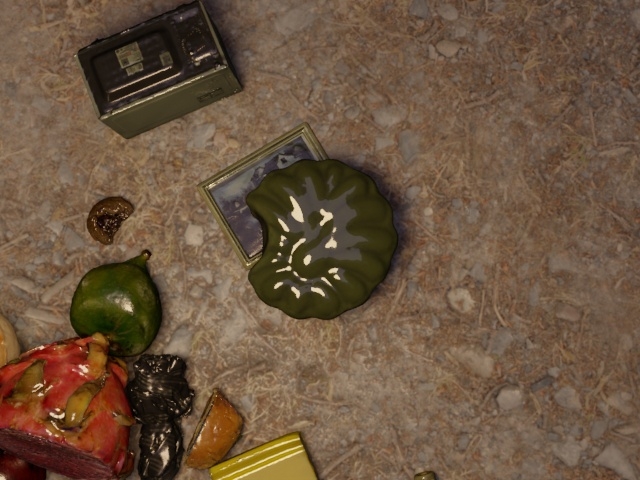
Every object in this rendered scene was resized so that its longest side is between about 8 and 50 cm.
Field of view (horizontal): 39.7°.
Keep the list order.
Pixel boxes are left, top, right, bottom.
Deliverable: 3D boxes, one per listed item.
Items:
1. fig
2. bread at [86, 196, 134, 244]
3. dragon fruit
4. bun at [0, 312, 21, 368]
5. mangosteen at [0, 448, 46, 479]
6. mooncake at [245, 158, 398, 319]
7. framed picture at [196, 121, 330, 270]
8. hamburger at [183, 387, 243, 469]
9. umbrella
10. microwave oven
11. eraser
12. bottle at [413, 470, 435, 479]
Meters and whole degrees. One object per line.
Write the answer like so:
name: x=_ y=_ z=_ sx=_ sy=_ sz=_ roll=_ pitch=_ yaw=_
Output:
fig: x=-0.425 y=0.122 z=1.924 sx=0.203 sy=0.235 sz=0.203 roll=6 pitch=126 yaw=9
bread: x=-0.476 y=-0.051 z=1.974 sx=0.082 sy=0.060 sz=0.113 roll=30 pitch=86 yaw=1
dragon fruit: x=-0.498 y=0.308 z=1.771 sx=0.296 sy=0.314 sz=0.262 roll=2 pitch=56 yaw=25
bun: x=-0.777 y=0.270 z=1.884 sx=0.299 sy=0.165 sz=0.298 roll=0 pitch=72 yaw=-1
mangosteen: x=-0.671 y=0.516 z=1.864 sx=0.200 sy=0.200 sz=0.199 roll=0 pitch=83 yaw=0
mooncake: x=0.000 y=0.000 z=1.897 sx=0.352 sy=0.187 sz=0.351 roll=0 pitch=86 yaw=-3
framed picture: x=-0.099 y=-0.103 z=2.001 sx=0.296 sy=0.019 sz=0.232 roll=-31 pitch=84 yaw=-4
hamburger: x=-0.220 y=0.415 z=1.901 sx=0.102 sy=0.087 sz=0.176 roll=22 pitch=73 yaw=1
umbrella: x=-0.349 y=0.409 z=1.880 sx=0.128 sy=0.154 sz=0.336 roll=0 pitch=80 yaw=40
microwave oven: x=-0.348 y=-0.373 z=1.927 sx=0.295 sy=0.237 sz=0.181 roll=-22 pitch=83 yaw=2
eraser: x=-0.114 y=0.521 z=1.905 sx=0.226 sy=0.069 sz=0.158 roll=-23 pitch=86 yaw=-3
bottle: x=0.238 y=0.552 z=1.913 sx=0.063 sy=0.047 sz=0.101 roll=-16 pitch=85 yaw=7
